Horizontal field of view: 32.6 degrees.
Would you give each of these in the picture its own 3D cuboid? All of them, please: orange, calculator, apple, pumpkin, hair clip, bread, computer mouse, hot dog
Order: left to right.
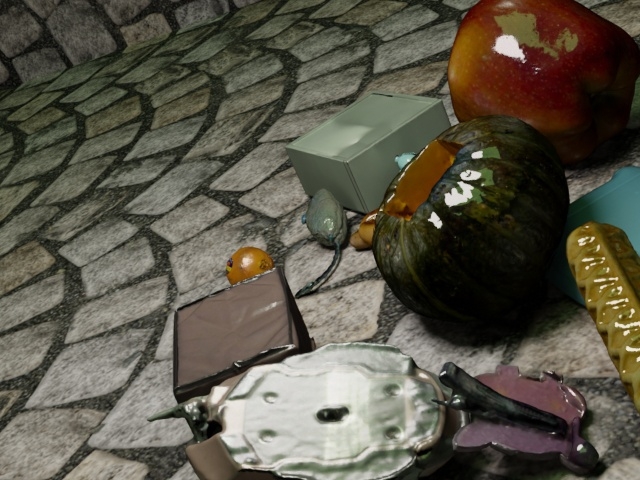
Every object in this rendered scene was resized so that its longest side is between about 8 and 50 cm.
[{"bbox_3d":[-0.117,0.052,1.838,0.083,0.083,0.083,-20,26,10],"label":"orange"},{"bbox_3d":[-0.016,0.236,1.309,0.389,0.115,0.199,-3,46,10],"label":"computer mouse"},{"bbox_3d":[0.112,-0.020,1.801,0.140,0.060,0.090,-14,23,8],"label":"hot dog"},{"bbox_3d":[0.207,-0.033,1.524,0.320,0.192,0.320,-44,19,19],"label":"pumpkin"},{"bbox_3d":[0.219,0.190,1.246,0.187,0.056,0.146,17,36,2],"label":"hair clip"},{"bbox_3d":[0.359,-0.273,1.807,0.288,0.288,0.317,-36,45,-23],"label":"apple"},{"bbox_3d":[0.367,0.096,1.276,0.084,0.077,0.367,-32,34,16],"label":"bread"},{"bbox_3d":[0.442,0.005,1.468,0.256,0.054,0.386,-30,30,-9],"label":"calculator"}]

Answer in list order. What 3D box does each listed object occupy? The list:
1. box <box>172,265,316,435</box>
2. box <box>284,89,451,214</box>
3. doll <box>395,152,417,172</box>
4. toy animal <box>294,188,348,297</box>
[{"bbox_3d":[-0.098,0.175,1.504,0.188,0.153,0.252,-21,25,6],"label":"box"},{"bbox_3d":[0.096,-0.166,2.019,0.225,0.117,0.225,-34,26,-20],"label":"box"},{"bbox_3d":[0.190,-0.109,1.857,0.159,0.059,0.158,19,25,18],"label":"doll"},{"bbox_3d":[0.009,0.000,1.858,0.079,0.070,0.253,-50,23,35],"label":"toy animal"}]
